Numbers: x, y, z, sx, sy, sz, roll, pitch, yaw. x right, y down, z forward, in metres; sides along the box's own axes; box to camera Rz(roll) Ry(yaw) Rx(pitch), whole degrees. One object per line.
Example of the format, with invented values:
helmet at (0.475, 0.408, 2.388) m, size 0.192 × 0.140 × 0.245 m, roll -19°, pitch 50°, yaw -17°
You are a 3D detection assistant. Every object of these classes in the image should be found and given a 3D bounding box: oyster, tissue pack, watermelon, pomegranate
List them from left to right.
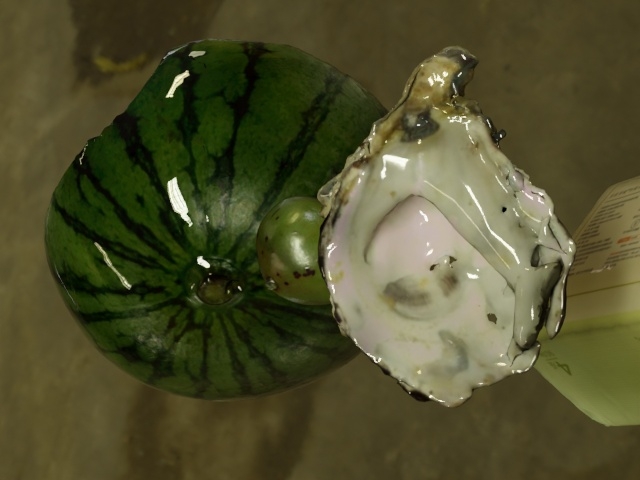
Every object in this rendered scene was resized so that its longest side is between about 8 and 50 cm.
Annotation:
watermelon at (-0.075, 0.021, 1.215) m, size 0.331 × 0.331 × 0.189 m, roll -36°, pitch 20°, yaw 30°
pomegranate at (-0.004, -0.001, 0.942) m, size 0.073 × 0.073 × 0.084 m, roll -19°, pitch 40°, yaw 41°
oyster at (0.072, -0.011, 0.828) m, size 0.163 × 0.081 × 0.191 m, roll 17°, pitch 98°, yaw 26°
tissue pack at (0.257, 0.030, 0.974) m, size 0.159 × 0.125 × 0.234 m, roll -54°, pitch 13°, yaw -21°
